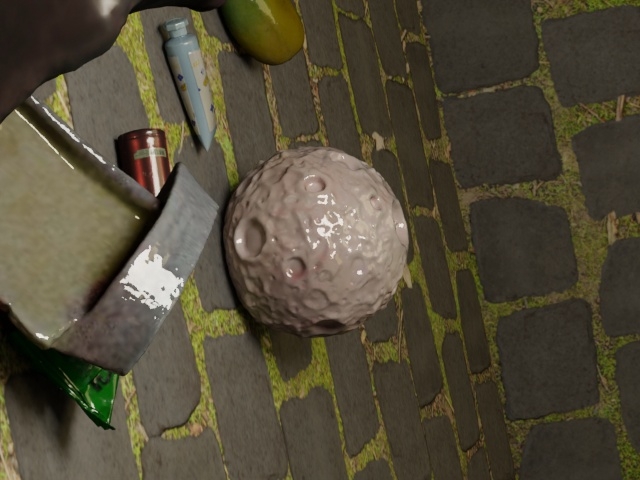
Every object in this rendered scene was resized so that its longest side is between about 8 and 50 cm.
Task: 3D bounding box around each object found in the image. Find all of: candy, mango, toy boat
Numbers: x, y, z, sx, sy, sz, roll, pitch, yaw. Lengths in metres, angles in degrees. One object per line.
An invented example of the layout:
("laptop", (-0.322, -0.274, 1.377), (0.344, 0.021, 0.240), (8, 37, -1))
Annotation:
("candy", (-0.226, 0.090, 1.632), (0.203, 0.078, 0.141), (-80, 151, -60))
("mango", (-0.092, -0.334, 2.352), (0.130, 0.091, 0.195), (-77, 146, -52))
("toy boat", (-0.236, -0.007, 1.541), (0.293, 0.111, 0.276), (25, 49, -23))

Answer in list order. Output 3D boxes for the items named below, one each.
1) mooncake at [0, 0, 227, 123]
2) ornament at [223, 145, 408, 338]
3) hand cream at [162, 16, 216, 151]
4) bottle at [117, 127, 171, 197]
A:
("mooncake", (-0.253, -0.294, 1.323), (0.212, 0.381, 0.351), (33, -45, 53))
("ornament", (0.000, 0.000, 2.183), (0.259, 0.225, 0.259), (-12, 90, -73))
("hand cream", (-0.162, -0.202, 2.106), (0.065, 0.043, 0.171), (-75, 151, -64))
("bottle", (-0.194, -0.041, 1.871), (0.060, 0.060, 0.164), (20, 59, -71))
